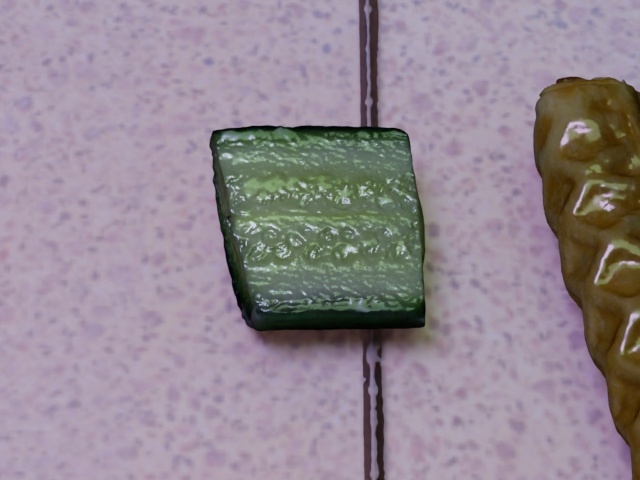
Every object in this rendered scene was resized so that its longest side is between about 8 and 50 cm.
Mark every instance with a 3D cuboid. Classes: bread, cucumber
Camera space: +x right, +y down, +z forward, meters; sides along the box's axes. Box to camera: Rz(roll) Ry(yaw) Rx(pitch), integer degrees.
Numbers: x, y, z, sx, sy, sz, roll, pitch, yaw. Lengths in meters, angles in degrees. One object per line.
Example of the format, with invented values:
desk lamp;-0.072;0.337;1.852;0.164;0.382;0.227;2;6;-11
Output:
bread;0.184;0.066;0.897;0.077;0.084;0.368;-29;56;25
cucumber;0.000;0.000;0.938;0.115;0.062;0.116;-2;64;-3
